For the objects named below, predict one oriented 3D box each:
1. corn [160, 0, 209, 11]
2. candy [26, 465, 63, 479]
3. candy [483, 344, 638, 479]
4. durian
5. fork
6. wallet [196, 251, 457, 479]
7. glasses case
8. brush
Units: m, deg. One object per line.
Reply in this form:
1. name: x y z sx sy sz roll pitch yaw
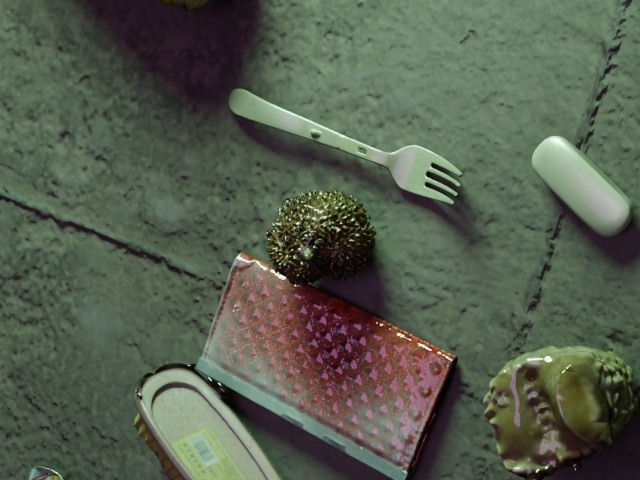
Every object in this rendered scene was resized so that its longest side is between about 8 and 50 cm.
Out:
1. corn: -0.177 -0.288 1.363 0.305 0.106 0.106 41 109 23
2. candy: -0.240 0.271 1.440 0.053 0.046 0.182 26 98 30
3. candy: 0.159 0.110 1.176 0.095 0.110 0.085 -16 88 27
4. durian: 0.000 0.000 1.278 0.080 0.091 0.080 1 106 5
5. fork: 0.016 -0.071 1.307 0.219 0.028 0.034 23 109 31
6. wallet: 0.001 0.092 1.316 0.196 0.020 0.103 25 104 27
7. glasses case: 0.179 -0.037 1.212 0.083 0.021 0.032 47 112 21
8. brush: -0.038 0.226 1.323 0.313 0.072 0.067 50 142 15
